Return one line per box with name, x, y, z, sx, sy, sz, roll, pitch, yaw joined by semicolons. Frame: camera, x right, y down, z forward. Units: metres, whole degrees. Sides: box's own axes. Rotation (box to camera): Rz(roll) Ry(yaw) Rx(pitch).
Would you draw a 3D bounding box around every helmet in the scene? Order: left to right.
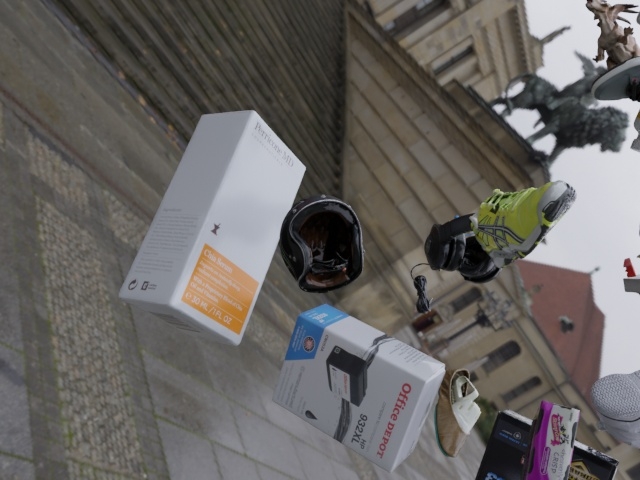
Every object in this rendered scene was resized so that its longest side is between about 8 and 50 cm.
helmet;0.000;0.000;1.135;0.169;0.170;0.161;49;24;-61

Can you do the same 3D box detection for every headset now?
headset;0.393;0.063;1.686;0.244;0.394;0.185;18;56;-26

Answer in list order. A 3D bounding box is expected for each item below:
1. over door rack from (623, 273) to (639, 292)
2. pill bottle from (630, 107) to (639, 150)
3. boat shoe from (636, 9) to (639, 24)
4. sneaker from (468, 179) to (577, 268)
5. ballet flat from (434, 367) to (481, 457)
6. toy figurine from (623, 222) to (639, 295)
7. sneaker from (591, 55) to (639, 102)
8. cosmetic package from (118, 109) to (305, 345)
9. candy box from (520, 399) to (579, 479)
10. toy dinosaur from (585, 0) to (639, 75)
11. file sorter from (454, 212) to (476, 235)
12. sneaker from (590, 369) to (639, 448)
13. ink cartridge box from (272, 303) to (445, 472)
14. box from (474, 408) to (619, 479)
over door rack;0.592;0.150;0.972;0.108;0.325;0.239;-9;-91;58
pill bottle;0.728;-0.269;1.274;0.103;0.184;0.103;19;12;-4
boat shoe;0.732;-0.526;1.340;0.035;0.035;0.100;-92;-168;-61
sneaker;0.422;-0.046;1.336;0.147;0.145;0.384;45;-16;9
ballet flat;0.403;0.480;1.765;0.116;0.124;0.342;54;22;-11
toy figurine;0.745;-0.012;1.133;0.217;0.363;0.191;51;38;-31
sneaker;0.839;-0.361;1.491;0.124;0.296;0.178;46;38;-49
cosmetic package;-0.217;-0.030;1.312;0.230;0.162;0.452;43;58;-48
candy box;0.435;0.413;1.164;0.071;0.159;0.233;13;-21;19
toy dinosaur;0.884;-0.577;1.781;0.295;0.127;0.200;53;47;-28
file sorter;0.519;0.002;2.038;0.118;0.105;0.170;64;13;-73
sneaker;0.884;0.422;1.550;0.137;0.366;0.210;-87;162;-44
ink cartridge box;0.077;0.306;1.295;0.308;0.223;0.129;24;15;25
box;0.546;0.622;1.518;0.296;0.293;0.073;21;3;34
